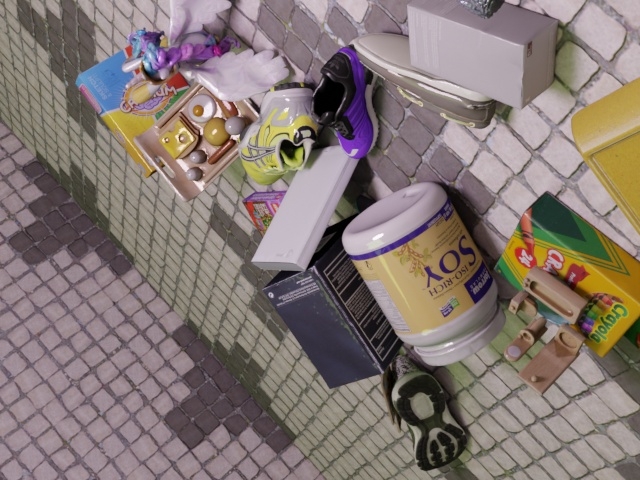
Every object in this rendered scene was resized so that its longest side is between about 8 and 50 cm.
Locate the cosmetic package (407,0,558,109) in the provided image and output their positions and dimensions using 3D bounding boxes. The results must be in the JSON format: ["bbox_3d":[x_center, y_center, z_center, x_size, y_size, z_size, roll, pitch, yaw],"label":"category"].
[{"bbox_3d":[0.263,-0.323,1.428,0.238,0.107,0.127,30,146,31],"label":"cosmetic package"}]

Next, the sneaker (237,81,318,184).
[{"bbox_3d":[-0.103,-0.213,2.033,0.384,0.145,0.147,119,141,-63],"label":"sneaker"}]

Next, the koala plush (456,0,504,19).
[{"bbox_3d":[0.226,-0.469,1.228,0.221,0.196,0.203,40,140,22],"label":"koala plush"}]

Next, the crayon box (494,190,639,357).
[{"bbox_3d":[0.489,0.081,1.597,0.318,0.081,0.202,41,151,19],"label":"crayon box"}]

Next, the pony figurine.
[{"bbox_3d":[-0.290,-0.423,1.956,0.302,0.351,0.363,63,170,-14],"label":"pony figurine"}]

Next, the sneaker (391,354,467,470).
[{"bbox_3d":[0.286,0.464,2.379,0.182,0.158,0.410,-112,2,-54],"label":"sneaker"}]

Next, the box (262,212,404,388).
[{"bbox_3d":[0.065,0.136,2.038,0.183,0.296,0.294,-26,103,38],"label":"box"}]

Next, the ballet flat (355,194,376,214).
[{"bbox_3d":[0.153,-0.023,2.012,0.074,0.074,0.203,-9,110,60],"label":"ballet flat"}]

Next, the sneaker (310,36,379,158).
[{"bbox_3d":[0.039,-0.268,1.787,0.102,0.146,0.293,35,149,29],"label":"sneaker"}]

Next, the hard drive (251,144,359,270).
[{"bbox_3d":[-0.032,-0.075,1.972,0.040,0.307,0.203,35,161,-27],"label":"hard drive"}]

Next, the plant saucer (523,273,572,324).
[{"bbox_3d":[0.429,0.103,1.601,0.119,0.021,0.119,38,151,26],"label":"plant saucer"}]

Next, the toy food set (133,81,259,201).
[{"bbox_3d":[-0.308,-0.277,2.207,0.219,0.306,0.092,50,-164,2],"label":"toy food set"}]

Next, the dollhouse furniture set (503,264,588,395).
[{"bbox_3d":[0.393,0.162,1.567,0.144,0.123,0.151,38,151,24],"label":"dollhouse furniture set"}]

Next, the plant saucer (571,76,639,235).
[{"bbox_3d":[0.550,-0.093,1.290,0.332,0.081,0.333,53,154,-3],"label":"plant saucer"}]

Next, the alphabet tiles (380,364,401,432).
[{"bbox_3d":[0.196,0.398,2.348,0.009,0.198,0.237,-7,126,14],"label":"alphabet tiles"}]

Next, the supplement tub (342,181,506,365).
[{"bbox_3d":[0.222,0.070,1.820,0.331,0.241,0.241,58,152,-14],"label":"supplement tub"}]

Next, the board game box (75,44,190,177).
[{"bbox_3d":[-0.463,-0.363,2.337,0.316,0.242,0.064,53,154,-4],"label":"board game box"}]

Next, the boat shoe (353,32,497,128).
[{"bbox_3d":[0.184,-0.293,1.575,0.305,0.109,0.091,30,141,29],"label":"boat shoe"}]

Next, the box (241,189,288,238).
[{"bbox_3d":[-0.083,-0.002,2.400,0.201,0.057,0.293,1,125,56],"label":"box"}]
